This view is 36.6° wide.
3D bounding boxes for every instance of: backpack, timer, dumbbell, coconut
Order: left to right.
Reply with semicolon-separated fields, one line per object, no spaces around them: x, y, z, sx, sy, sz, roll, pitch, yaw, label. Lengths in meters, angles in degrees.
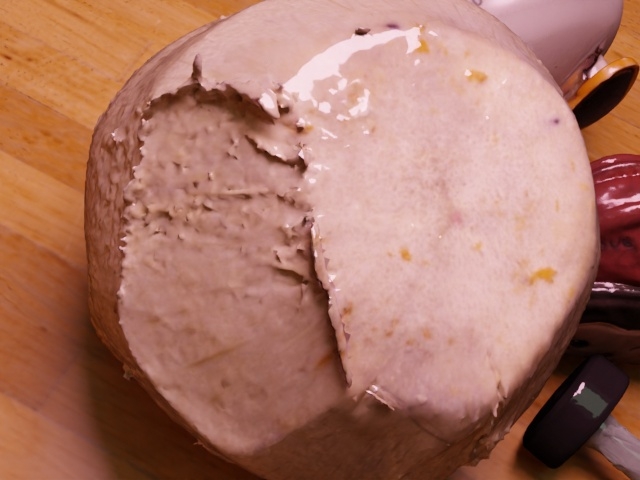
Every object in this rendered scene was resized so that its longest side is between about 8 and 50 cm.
0.000;0.000;0.695;0.346;0.360;0.346;1;87;-21;coconut
0.150;-0.206;0.897;0.234;0.233;0.240;-20;69;-21;timer
0.250;0.012;0.796;0.229;0.229;0.138;6;55;-8;backpack
0.263;0.185;0.767;0.191;0.100;0.100;39;61;11;dumbbell
